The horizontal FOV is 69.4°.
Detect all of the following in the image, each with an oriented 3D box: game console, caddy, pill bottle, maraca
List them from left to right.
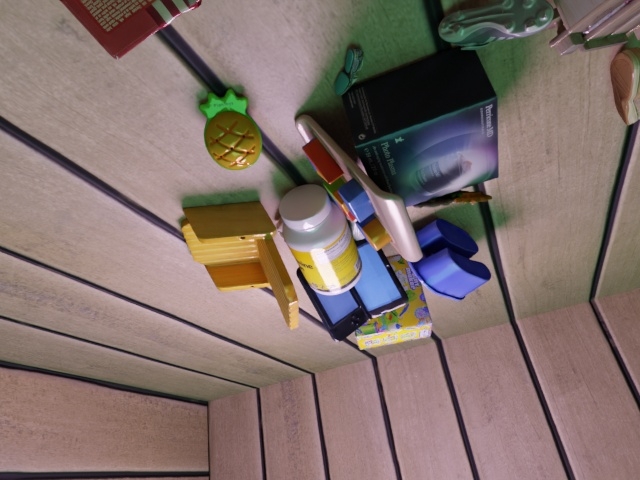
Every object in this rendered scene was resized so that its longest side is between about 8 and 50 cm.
[{"bbox_3d":[-0.198,-0.240,1.022,0.127,0.099,0.185,-11,124,-2],"label":"maraca"},{"bbox_3d":[0.000,0.000,1.370,0.188,0.187,0.333,-15,136,9],"label":"pill bottle"},{"bbox_3d":[0.107,0.154,1.561,0.250,0.293,0.173,-30,-179,-34],"label":"game console"},{"bbox_3d":[0.427,0.077,1.603,0.341,0.241,0.179,19,135,-39],"label":"caddy"}]

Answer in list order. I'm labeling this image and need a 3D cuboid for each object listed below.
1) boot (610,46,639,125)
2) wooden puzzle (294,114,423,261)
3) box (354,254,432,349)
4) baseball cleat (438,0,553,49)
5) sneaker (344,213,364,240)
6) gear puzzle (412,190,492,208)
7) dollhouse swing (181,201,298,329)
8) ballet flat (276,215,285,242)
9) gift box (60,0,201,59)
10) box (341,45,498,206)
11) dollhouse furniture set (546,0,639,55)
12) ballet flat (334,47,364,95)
[{"bbox_3d":[0.790,-0.386,1.052,0.204,0.095,0.262,-25,149,25],"label":"boot"},{"bbox_3d":[0.080,-0.104,1.105,0.080,0.348,0.322,-41,147,-3],"label":"wooden puzzle"},{"bbox_3d":[0.253,0.233,1.767,0.279,0.289,0.177,-11,150,5],"label":"box"},{"bbox_3d":[0.331,-0.404,0.865,0.206,0.072,0.109,14,-169,35],"label":"baseball cleat"},{"bbox_3d":[0.134,-0.077,1.405,0.115,0.090,0.232,-17,151,5],"label":"sneaker"},{"bbox_3d":[0.295,-0.122,1.225,0.176,0.044,0.339,-14,-166,-30],"label":"gear puzzle"},{"bbox_3d":[-0.240,0.109,1.400,0.315,0.304,0.346,-6,151,-7],"label":"dollhouse swing"},{"bbox_3d":[-0.111,-0.034,1.441,0.053,0.057,0.168,-2,151,9],"label":"ballet flat"},{"bbox_3d":[-0.214,-0.427,0.544,0.255,0.258,0.276,-19,129,19],"label":"gift box"},{"bbox_3d":[0.237,-0.240,1.061,0.294,0.182,0.296,-19,149,13],"label":"box"},{"bbox_3d":[0.561,-0.490,0.790,0.356,0.173,0.303,-19,174,-23],"label":"dollhouse furniture set"},{"bbox_3d":[0.064,-0.350,0.964,0.041,0.041,0.114,1,149,-17],"label":"ballet flat"}]
